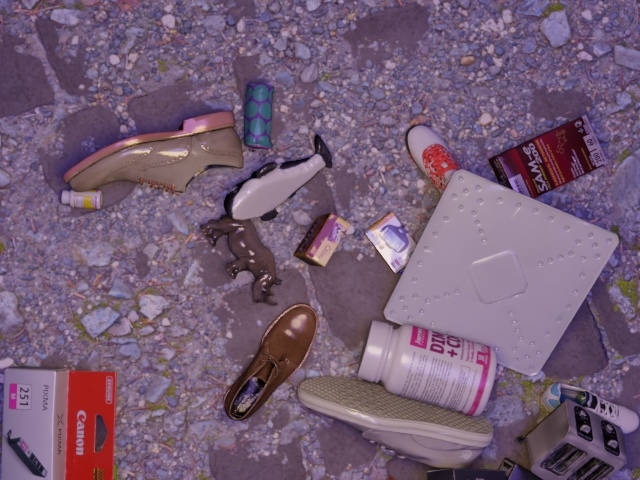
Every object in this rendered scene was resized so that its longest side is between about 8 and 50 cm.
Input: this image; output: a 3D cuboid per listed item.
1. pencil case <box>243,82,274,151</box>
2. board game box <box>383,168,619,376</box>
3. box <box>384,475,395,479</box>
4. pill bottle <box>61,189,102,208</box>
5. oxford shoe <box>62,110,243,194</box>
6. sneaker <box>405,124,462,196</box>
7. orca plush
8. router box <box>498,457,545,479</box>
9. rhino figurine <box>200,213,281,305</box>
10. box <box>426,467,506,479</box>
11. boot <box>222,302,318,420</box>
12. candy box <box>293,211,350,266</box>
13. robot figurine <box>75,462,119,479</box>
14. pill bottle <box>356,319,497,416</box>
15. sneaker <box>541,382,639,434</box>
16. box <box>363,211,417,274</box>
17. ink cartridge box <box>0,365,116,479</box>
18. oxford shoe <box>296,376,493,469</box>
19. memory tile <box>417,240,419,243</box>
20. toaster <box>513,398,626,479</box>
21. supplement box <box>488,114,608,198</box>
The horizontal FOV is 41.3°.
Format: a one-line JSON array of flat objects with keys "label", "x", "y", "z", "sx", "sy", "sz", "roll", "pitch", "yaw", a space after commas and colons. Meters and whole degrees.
[{"label": "pencil case", "x": -0.137, "y": -0.280, "z": 1.923, "sx": 0.070, "sy": 0.065, "sz": 0.151, "roll": 6, "pitch": 84, "yaw": -44}, {"label": "board game box", "x": 0.393, "y": 0.074, "z": 1.888, "sx": 0.390, "sy": 0.050, "sz": 0.389, "roll": 22, "pitch": 113, "yaw": -5}, {"label": "box", "x": 0.191, "y": 0.695, "z": 1.868, "sx": 0.154, "sy": 0.142, "sz": 0.299, "roll": -34, "pitch": 91, "yaw": -6}, {"label": "pill bottle", "x": -0.528, "y": -0.093, "z": 1.879, "sx": 0.083, "sy": 0.043, "sz": 0.043, "roll": 5, "pitch": 86, "yaw": -6}, {"label": "oxford shoe", "x": -0.359, "y": -0.163, "z": 1.857, "sx": 0.397, "sy": 0.140, "sz": 0.146, "roll": -19, "pitch": 93, "yaw": -6}, {"label": "sneaker", "x": 0.294, "y": -0.156, "z": 1.924, "sx": 0.090, "sy": 0.145, "sz": 0.270, "roll": -30, "pitch": 90, "yaw": -7}, {"label": "orca plush", "x": -0.113, "y": -0.150, "z": 1.902, "sx": 0.287, "sy": 0.151, "sz": 0.102, "roll": -42, "pitch": 54, "yaw": -15}, {"label": "router box", "x": 0.506, "y": 0.679, "z": 1.935, "sx": 0.309, "sy": 0.081, "sz": 0.242, "roll": 30, "pitch": 84, "yaw": -4}, {"label": "rhino figurine", "x": -0.162, "y": 0.043, "z": 1.899, "sx": 0.106, "sy": 0.073, "sz": 0.243, "roll": -32, "pitch": 92, "yaw": -4}, {"label": "box", "x": 0.320, "y": 0.574, "z": 1.822, "sx": 0.156, "sy": 0.093, "sz": 0.158, "roll": 12, "pitch": 67, "yaw": -32}, {"label": "boot", "x": -0.103, "y": 0.273, "z": 1.873, "sx": 0.112, "sy": 0.115, "sz": 0.305, "roll": 36, "pitch": 83, "yaw": -2}, {"label": "candy box", "x": 0.000, "y": 0.000, "z": 1.861, "sx": 0.053, "sy": 0.187, "sz": 0.109, "roll": 33, "pitch": 83, "yaw": -7}, {"label": "robot figurine", "x": -0.477, "y": 0.522, "z": 1.840, "sx": 0.101, "sy": 0.067, "sz": 0.115, "roll": 3, "pitch": 87, "yaw": 4}, {"label": "pill bottle", "x": 0.233, "y": 0.277, "z": 1.880, "sx": 0.283, "sy": 0.160, "sz": 0.160, "roll": 15, "pitch": 85, "yaw": 1}, {"label": "sneaker", "x": 0.630, "y": 0.390, "z": 1.956, "sx": 0.237, "sy": 0.086, "sz": 0.085, "roll": 18, "pitch": 60, "yaw": -4}, {"label": "box", "x": 0.172, "y": 0.011, "z": 1.954, "sx": 0.081, "sy": 0.028, "sz": 0.136, "roll": -37, "pitch": 86, "yaw": -1}, {"label": "ink cartridge box", "x": -0.558, "y": 0.411, "z": 1.803, "sx": 0.239, "sy": 0.060, "sz": 0.274, "roll": 0, "pitch": 87, "yaw": 16}, {"label": "oxford shoe", "x": 0.159, "y": 0.411, "z": 1.882, "sx": 0.450, "sy": 0.169, "sz": 0.130, "roll": 16, "pitch": 110, "yaw": -5}, {"label": "memory tile", "x": 0.280, "y": 0.070, "z": 1.977, "sx": 0.113, "sy": 0.012, "sz": 0.147, "roll": 0, "pitch": 86, "yaw": -6}, {"label": "toaster", "x": 0.564, "y": 0.469, "z": 1.907, "sx": 0.168, "sy": 0.110, "sz": 0.185, "roll": 30, "pitch": 121, "yaw": -12}, {"label": "supplement box", "x": 0.533, "y": -0.185, "z": 1.989, "sx": 0.240, "sy": 0.073, "sz": 0.130, "roll": -26, "pitch": 90, "yaw": -6}]
